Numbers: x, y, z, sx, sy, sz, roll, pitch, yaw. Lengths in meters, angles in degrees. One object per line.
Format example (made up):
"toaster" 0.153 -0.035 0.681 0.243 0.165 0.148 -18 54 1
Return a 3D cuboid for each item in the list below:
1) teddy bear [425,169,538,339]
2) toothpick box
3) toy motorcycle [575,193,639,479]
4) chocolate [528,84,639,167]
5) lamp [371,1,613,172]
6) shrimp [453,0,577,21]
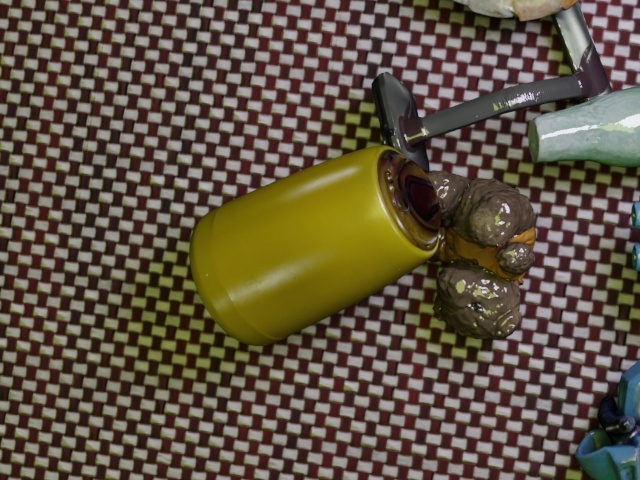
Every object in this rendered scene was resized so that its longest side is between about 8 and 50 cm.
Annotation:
"teddy bear" 0.189 0.021 1.639 0.177 0.140 0.190 18 102 50
"toothpick box" 0.000 0.000 1.597 0.271 0.175 0.175 -25 84 27
"toy motorcycle" 0.406 0.139 1.573 0.232 0.172 0.416 -1 96 2
"chocolate" 0.383 -0.131 1.591 0.291 0.110 0.110 -7 87 -7
"lamp" 0.197 -0.205 1.646 0.283 0.124 0.203 -15 76 4
"shrimp" 0.202 -0.420 1.655 0.247 0.085 0.360 -22 74 5
